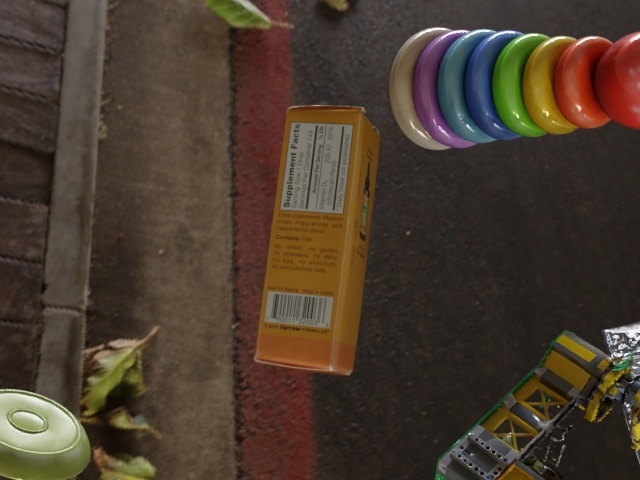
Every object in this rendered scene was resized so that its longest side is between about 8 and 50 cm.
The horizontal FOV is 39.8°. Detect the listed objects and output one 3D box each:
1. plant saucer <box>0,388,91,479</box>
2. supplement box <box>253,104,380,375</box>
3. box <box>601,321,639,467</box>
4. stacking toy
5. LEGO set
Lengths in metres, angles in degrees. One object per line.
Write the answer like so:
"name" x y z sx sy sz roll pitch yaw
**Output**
"plant saucer" -0.496 0.315 1.485 0.241 0.037 0.241 24 13 -6
"supplement box" 0.000 0.000 0.796 0.078 0.080 0.233 38 59 -71
"box" 0.396 0.196 1.015 0.158 0.093 0.156 -80 149 -59
"stacking toy" 0.227 -0.161 0.907 0.141 0.330 0.141 -5 99 -38
"LEGO set" 0.233 0.270 0.815 0.192 0.331 0.255 34 43 32
